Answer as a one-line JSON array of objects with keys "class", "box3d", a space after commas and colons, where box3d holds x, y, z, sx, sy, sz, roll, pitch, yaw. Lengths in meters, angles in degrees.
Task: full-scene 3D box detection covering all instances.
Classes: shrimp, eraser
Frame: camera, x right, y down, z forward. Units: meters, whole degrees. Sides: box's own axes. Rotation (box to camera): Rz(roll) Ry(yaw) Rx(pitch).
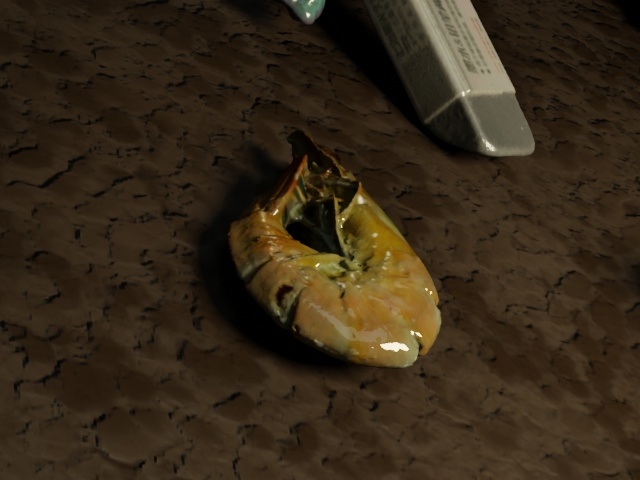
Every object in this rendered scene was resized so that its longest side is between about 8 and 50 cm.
[{"class": "shrimp", "box3d": [0.000, -0.001, 1.131, 0.145, 0.061, 0.267, 7, 38, -17]}, {"class": "eraser", "box3d": [0.086, -0.219, 1.440, 0.089, 0.061, 0.352, -5, 66, -49]}]

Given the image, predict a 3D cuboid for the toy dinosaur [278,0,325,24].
[{"class": "toy dinosaur", "box3d": [0.071, -0.281, 1.586, 0.383, 0.129, 0.331, 16, 43, -37]}]
